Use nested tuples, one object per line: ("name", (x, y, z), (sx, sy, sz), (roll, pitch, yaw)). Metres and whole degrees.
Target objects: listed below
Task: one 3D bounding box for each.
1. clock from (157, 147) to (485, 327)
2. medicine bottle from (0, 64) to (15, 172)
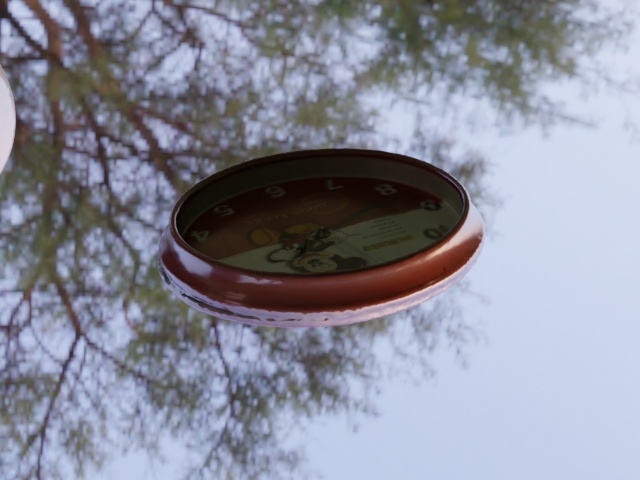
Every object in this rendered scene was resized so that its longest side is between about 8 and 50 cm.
("clock", (0.000, 0.000, 1.353), (0.318, 0.080, 0.318), (-3, -154, 1))
("medicine bottle", (-0.447, -0.146, 1.413), (0.236, 0.406, 0.235), (-5, -112, 12))
